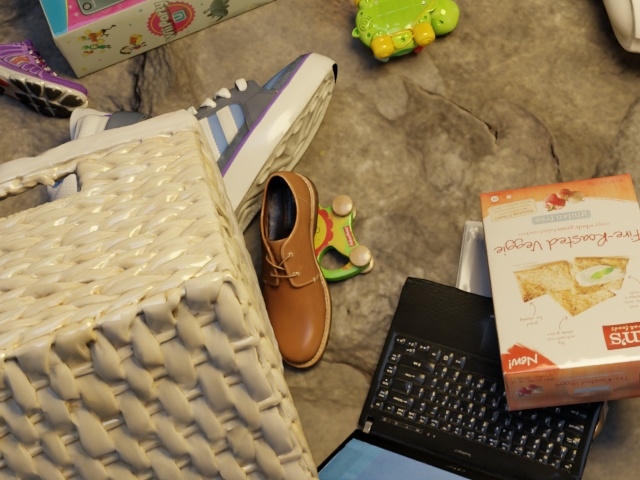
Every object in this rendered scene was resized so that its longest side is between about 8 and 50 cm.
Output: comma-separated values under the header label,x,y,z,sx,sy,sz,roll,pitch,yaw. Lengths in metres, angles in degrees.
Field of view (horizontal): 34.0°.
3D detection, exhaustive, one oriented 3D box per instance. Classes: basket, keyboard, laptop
label,x,y,z,sx,sy,sz,roll,pitch,yaw
basket,-0.198,0.121,0.923,0.328,0.331,0.266,-19,37,-4
keyboard,0.173,0.101,1.111,0.072,0.014,0.256,10,71,2
laptop,0.129,0.169,0.992,0.234,0.136,0.264,15,79,25

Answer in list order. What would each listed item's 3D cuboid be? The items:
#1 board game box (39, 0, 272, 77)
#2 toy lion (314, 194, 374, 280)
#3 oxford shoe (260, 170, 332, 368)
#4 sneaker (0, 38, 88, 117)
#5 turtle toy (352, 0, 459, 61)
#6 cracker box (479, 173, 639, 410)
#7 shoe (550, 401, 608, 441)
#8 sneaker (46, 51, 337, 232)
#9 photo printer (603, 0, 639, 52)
label,x,y,z,sx,sy,sz,roll,pitch,yaw
board game box,-0.201,-0.361,1.264,0.303,0.097,0.224,-24,70,-3
toy lion,0.000,0.000,1.152,0.096,0.034,0.100,-21,70,4
oxford shoe,-0.037,0.030,1.105,0.076,0.076,0.212,-9,82,16
sneaker,-0.344,-0.202,1.233,0.170,0.068,0.071,24,68,13
turtle toy,0.099,-0.254,1.216,0.130,0.066,0.095,-16,69,-2
cracker box,0.244,0.045,1.019,0.155,0.067,0.232,-8,48,8
shoe,0.257,0.107,1.083,0.076,0.058,0.219,-8,64,23
sneaker,-0.157,-0.121,1.152,0.236,0.130,0.323,33,81,11
photo printer,0.421,-0.354,1.171,0.256,0.107,0.308,-11,70,0
